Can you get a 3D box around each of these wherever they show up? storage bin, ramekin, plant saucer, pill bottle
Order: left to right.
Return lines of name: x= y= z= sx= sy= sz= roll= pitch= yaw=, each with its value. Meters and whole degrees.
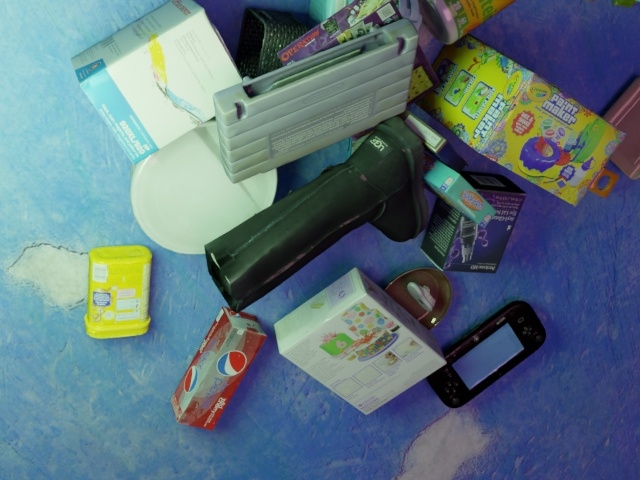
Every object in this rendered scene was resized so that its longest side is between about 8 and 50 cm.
ramekin: x=-0.225 y=-0.119 z=1.658 sx=0.273 sy=0.127 sz=0.272 roll=-11 pitch=123 yaw=-18
storage bin: x=-0.094 y=-0.315 z=1.605 sx=0.084 sy=0.122 sz=0.180 roll=2 pitch=118 yaw=-25
plant saucer: x=0.211 y=0.141 z=2.074 sx=0.199 sy=0.036 sz=0.198 roll=-12 pitch=124 yaw=-19
pill bottle: x=0.303 y=-0.490 z=1.676 sx=0.246 sy=0.136 sz=0.136 roll=-35 pitch=127 yaw=-3

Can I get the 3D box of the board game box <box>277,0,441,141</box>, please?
board game box: x=0.081 y=-0.306 z=1.605 sx=0.208 sy=0.056 sz=0.347 roll=-36 pitch=156 yaw=8

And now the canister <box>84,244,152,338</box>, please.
canister: x=-0.393 y=0.098 z=1.745 sx=0.126 sy=0.073 sz=0.169 roll=-3 pitch=118 yaw=-24

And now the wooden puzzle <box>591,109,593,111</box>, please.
wooden puzzle: x=0.599 y=-0.265 z=2.031 sx=0.083 sy=0.006 sz=0.049 roll=-25 pitch=126 yaw=-9

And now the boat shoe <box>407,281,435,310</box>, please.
boat shoe: x=0.232 y=0.120 z=2.032 sx=0.100 sy=0.035 sz=0.035 roll=48 pitch=65 yaw=-33

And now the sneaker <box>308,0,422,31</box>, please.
sneaker: x=0.097 y=-0.466 z=1.606 sx=0.208 sy=0.127 sz=0.319 roll=-6 pitch=130 yaw=-20

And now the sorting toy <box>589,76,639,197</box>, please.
sorting toy: x=0.725 y=-0.260 z=2.071 sx=0.196 sy=0.047 sz=0.347 roll=34 pitch=100 yaw=-31

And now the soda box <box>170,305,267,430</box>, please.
soda box: x=-0.222 y=0.277 z=1.924 sx=0.092 sy=0.083 sz=0.263 roll=20 pitch=109 yaw=-32

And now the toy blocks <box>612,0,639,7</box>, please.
toy blocks: x=0.686 y=-0.525 z=1.757 sx=0.382 sy=0.261 sz=0.190 roll=0 pitch=118 yaw=-25

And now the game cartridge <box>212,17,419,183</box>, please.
game cartridge: x=-0.008 y=-0.233 z=1.521 sx=0.355 sy=0.068 sz=0.230 roll=-24 pitch=161 yaw=-13

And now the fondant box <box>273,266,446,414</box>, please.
fondant box: x=0.092 y=0.234 z=2.006 sx=0.238 sy=0.096 sz=0.330 roll=-36 pitch=130 yaw=16

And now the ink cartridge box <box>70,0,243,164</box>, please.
ink cartridge box: x=-0.269 y=-0.277 z=1.507 sx=0.233 sy=0.171 sz=0.168 roll=-32 pitch=120 yaw=-3

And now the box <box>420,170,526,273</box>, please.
box: x=0.336 y=-0.040 z=1.980 sx=0.153 sy=0.108 sz=0.207 roll=2 pitch=117 yaw=-27

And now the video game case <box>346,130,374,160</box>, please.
video game case: x=0.115 y=-0.224 z=1.824 sx=0.119 sy=0.015 sz=0.166 roll=-7 pitch=121 yaw=-21

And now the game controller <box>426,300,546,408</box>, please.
game controller: x=0.414 y=0.284 z=2.236 sx=0.319 sy=0.067 sz=0.166 roll=-37 pitch=127 yaw=-1

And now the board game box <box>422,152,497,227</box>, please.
board game box: x=0.241 y=-0.121 z=1.810 sx=0.047 sy=0.210 sz=0.160 roll=-51 pitch=134 yaw=3

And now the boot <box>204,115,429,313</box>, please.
boot: x=-0.001 y=-0.001 z=1.728 sx=0.445 sy=0.146 sz=0.367 roll=-39 pitch=150 yaw=-15

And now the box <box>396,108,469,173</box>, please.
box: x=0.213 y=-0.196 z=1.755 sx=0.036 sy=0.136 sz=0.225 roll=-52 pitch=157 yaw=7

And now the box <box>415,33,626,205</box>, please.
box: x=0.388 y=-0.247 z=1.773 sx=0.290 sy=0.279 sz=0.177 roll=23 pitch=107 yaw=-33
